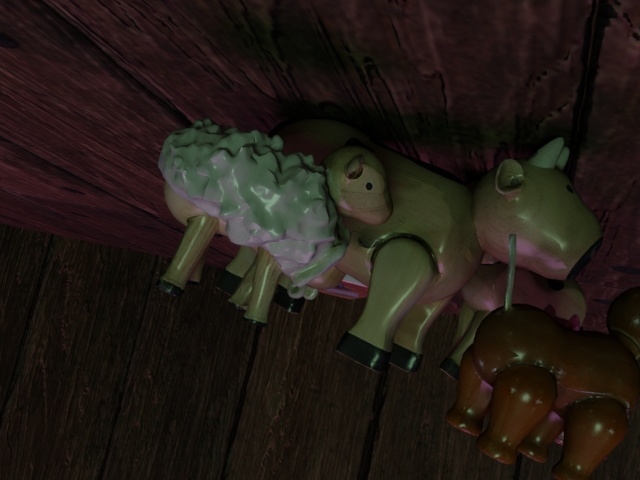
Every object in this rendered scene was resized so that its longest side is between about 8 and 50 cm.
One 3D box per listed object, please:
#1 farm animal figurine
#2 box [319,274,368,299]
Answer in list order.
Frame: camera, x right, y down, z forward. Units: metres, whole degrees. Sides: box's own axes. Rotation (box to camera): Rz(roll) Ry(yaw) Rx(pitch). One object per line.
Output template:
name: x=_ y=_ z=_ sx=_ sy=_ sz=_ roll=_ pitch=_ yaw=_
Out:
farm animal figurine: x=0.088 y=0.007 z=0.503 sx=0.326 sy=0.172 sz=0.330 roll=24 pitch=180 yaw=8
box: x=0.000 y=0.000 z=0.761 sx=0.130 sy=0.091 sz=0.170 roll=14 pitch=171 yaw=-8
